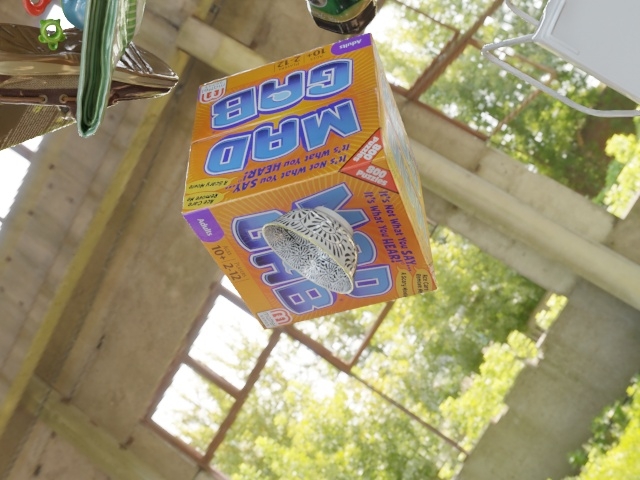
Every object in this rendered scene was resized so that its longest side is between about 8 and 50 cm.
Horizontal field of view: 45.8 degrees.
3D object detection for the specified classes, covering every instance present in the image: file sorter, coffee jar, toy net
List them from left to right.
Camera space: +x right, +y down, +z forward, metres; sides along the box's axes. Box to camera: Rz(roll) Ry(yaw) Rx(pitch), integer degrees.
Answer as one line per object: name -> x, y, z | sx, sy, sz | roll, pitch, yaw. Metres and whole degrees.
toy net -> -0.358, -0.381, 1.010 | 0.122, 0.045, 0.232 | -28, -48, -23
coffee jar -> 0.009, -0.363, 1.007 | 0.079, 0.096, 0.184 | -47, -40, -14
file sorter -> 0.327, -0.290, 0.820 | 0.278, 0.192, 0.173 | -66, 16, 0

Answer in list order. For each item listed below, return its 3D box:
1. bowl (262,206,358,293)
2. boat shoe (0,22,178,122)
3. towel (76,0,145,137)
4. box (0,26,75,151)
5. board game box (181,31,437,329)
bowl -> 0.000, 0.000, 1.175 | 0.080, 0.170, 0.170 | -55, -16, -18
boat shoe -> -0.384, -0.248, 1.177 | 0.342, 0.123, 0.123 | -9, -41, -48
towel -> -0.182, -0.269, 0.711 | 0.325, 0.038, 0.248 | -106, 28, -60
box -> -0.627, -0.317, 1.610 | 0.191, 0.143, 0.381 | -44, 2, 32
board game box -> -0.010, -0.105, 1.440 | 0.356, 0.356, 0.356 | 62, -161, -44
